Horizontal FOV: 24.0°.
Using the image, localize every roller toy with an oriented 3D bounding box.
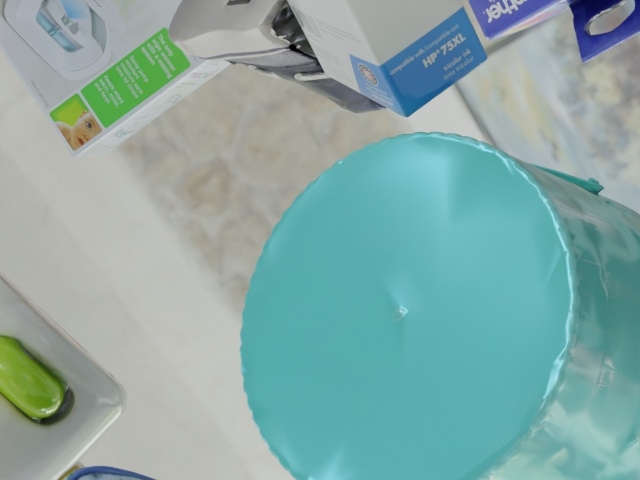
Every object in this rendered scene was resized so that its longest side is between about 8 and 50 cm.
[{"bbox_3d":[-0.266,0.118,1.213,0.191,0.146,0.209,39,172,28],"label":"roller toy"}]

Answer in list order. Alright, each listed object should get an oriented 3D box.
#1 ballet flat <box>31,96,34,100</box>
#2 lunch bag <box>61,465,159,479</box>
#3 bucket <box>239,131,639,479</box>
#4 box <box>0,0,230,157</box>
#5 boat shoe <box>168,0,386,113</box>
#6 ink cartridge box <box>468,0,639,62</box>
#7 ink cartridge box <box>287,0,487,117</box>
[{"bbox_3d":[-0.404,-0.243,2.253,0.077,0.077,0.231,50,-177,-46],"label":"ballet flat"},{"bbox_3d":[-0.096,0.305,1.072,0.303,0.115,0.243,24,-139,-31],"label":"lunch bag"},{"bbox_3d":[0.093,0.069,0.986,0.183,0.281,0.281,28,-143,-52],"label":"bucket"},{"bbox_3d":[-0.258,-0.270,1.806,0.262,0.231,0.127,57,-166,1],"label":"box"},{"bbox_3d":[-0.032,-0.197,1.491,0.158,0.127,0.340,36,177,-24],"label":"boat shoe"},{"bbox_3d":[0.247,-0.394,1.595,0.151,0.270,0.395,-28,-89,-41],"label":"ink cartridge box"},{"bbox_3d":[0.011,-0.210,1.030,0.231,0.078,0.134,60,168,-30],"label":"ink cartridge box"}]
